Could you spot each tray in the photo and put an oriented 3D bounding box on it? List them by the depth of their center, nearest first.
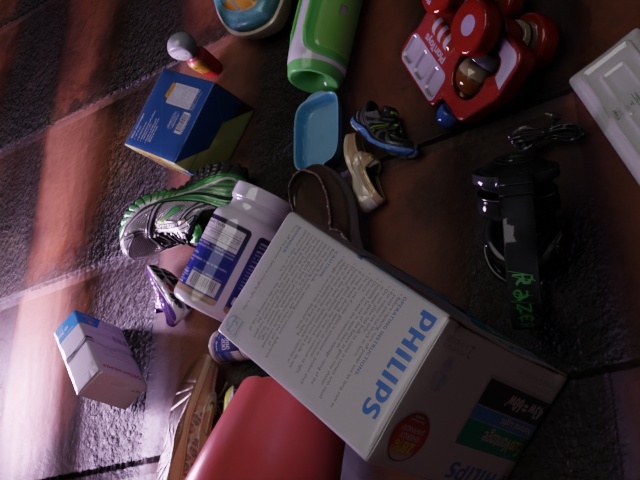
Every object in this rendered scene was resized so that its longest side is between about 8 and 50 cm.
[{"bbox_3d":[0.509,-0.220,1.572,0.145,0.030,0.270,-39,49,21],"label":"tray"}]

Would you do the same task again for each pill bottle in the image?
[{"bbox_3d":[-0.152,0.200,1.899,0.120,0.067,0.067,-12,62,36],"label":"pill bottle"},{"bbox_3d":[-0.166,0.024,1.940,0.153,0.153,0.264,24,85,45],"label":"pill bottle"}]

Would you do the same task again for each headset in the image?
[{"bbox_3d":[0.336,-0.044,1.516,0.185,0.243,0.394,-6,44,12],"label":"headset"}]

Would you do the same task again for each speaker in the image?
[{"bbox_3d":[0.015,-0.460,2.045,0.131,0.131,0.296,-3,68,40],"label":"speaker"}]

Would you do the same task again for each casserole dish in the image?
[{"bbox_3d":[0.000,-0.217,2.001,0.114,0.037,0.188,-18,59,33],"label":"casserole dish"}]

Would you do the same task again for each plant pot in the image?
[{"bbox_3d":[-0.078,0.374,1.633,0.275,0.275,0.243,-2,57,40],"label":"plant pot"}]

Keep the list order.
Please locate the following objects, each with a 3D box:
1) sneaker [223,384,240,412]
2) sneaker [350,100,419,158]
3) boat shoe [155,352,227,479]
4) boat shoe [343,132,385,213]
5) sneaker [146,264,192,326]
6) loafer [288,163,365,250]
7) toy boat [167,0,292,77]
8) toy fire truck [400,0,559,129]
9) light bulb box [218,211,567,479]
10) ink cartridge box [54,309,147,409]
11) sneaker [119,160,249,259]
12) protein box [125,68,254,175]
[{"bbox_3d":[-0.162,0.368,1.815,0.094,0.081,0.208,-27,54,31],"label":"sneaker"},{"bbox_3d":[0.126,-0.214,1.869,0.078,0.067,0.188,-57,42,11],"label":"sneaker"},{"bbox_3d":[-0.241,0.361,1.895,0.104,0.089,0.285,-25,47,62],"label":"boat shoe"},{"bbox_3d":[0.089,-0.135,1.870,0.059,0.063,0.170,-24,64,27],"label":"boat shoe"},{"bbox_3d":[-0.340,0.116,2.105,0.071,0.068,0.170,-50,46,17],"label":"sneaker"},{"bbox_3d":[0.000,0.000,1.799,0.134,0.130,0.366,-56,40,39],"label":"loafer"},{"bbox_3d":[-0.209,-0.519,2.251,0.318,0.148,0.267,-48,47,10],"label":"toy boat"},{"bbox_3d":[0.266,-0.340,1.771,0.254,0.169,0.302,-60,39,36],"label":"toy fire truck"},{"bbox_3d":[0.110,0.173,1.486,0.361,0.358,0.225,33,94,44],"label":"light bulb box"},{"bbox_3d":[-0.468,0.254,2.091,0.082,0.139,0.190,-45,47,12],"label":"ink cartridge box"},{"bbox_3d":[-0.297,-0.038,2.097,0.343,0.134,0.146,-27,54,27],"label":"sneaker"},{"bbox_3d":[-0.293,-0.254,2.198,0.201,0.136,0.200,22,85,44],"label":"protein box"}]
